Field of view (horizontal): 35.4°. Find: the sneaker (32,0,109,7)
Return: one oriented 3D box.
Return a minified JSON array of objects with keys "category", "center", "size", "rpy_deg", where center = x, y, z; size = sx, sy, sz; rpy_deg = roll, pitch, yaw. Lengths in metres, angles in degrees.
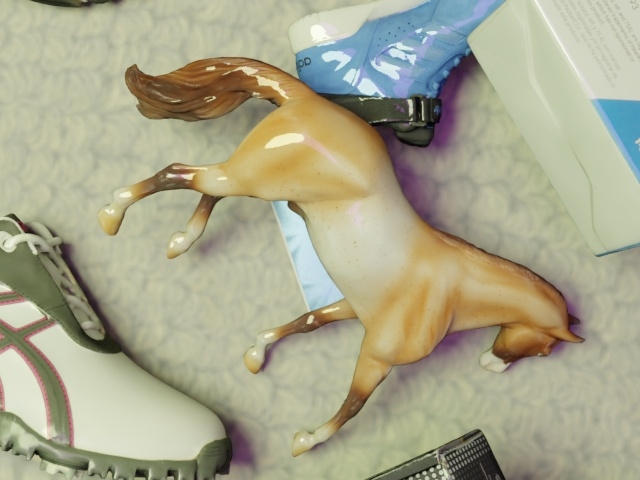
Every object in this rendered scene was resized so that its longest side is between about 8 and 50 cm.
[{"category":"sneaker","center":[-0.092,-0.273,0.544],"size":[0.330,0.130,0.147],"rpy_deg":[-47,53,17]}]

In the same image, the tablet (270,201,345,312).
[{"category":"tablet","center":[0.007,-0.001,0.584],"size":[0.054,0.006,0.083],"rpy_deg":[-19,90,6]}]

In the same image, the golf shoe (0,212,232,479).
[{"category":"golf shoe","center":[-0.166,0.050,0.559],"size":[0.273,0.105,0.120],"rpy_deg":[23,86,5]}]

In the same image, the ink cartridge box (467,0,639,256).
[{"category":"ink cartridge box","center":[0.209,-0.107,0.501],"size":[0.231,0.078,0.134],"rpy_deg":[-29,88,-15]}]

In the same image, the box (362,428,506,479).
[{"category":"box","center":[0.037,0.257,0.483],"size":[0.216,0.060,0.270],"rpy_deg":[-30,77,27]}]

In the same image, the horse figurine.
[{"category":"horse figurine","center":[0.000,0.000,0.534],"size":[0.174,0.066,0.263],"rpy_deg":[-31,104,21]}]

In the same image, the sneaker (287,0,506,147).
[{"category":"sneaker","center":[0.064,-0.096,0.550],"size":[0.152,0.058,0.085],"rpy_deg":[-14,92,4]}]
